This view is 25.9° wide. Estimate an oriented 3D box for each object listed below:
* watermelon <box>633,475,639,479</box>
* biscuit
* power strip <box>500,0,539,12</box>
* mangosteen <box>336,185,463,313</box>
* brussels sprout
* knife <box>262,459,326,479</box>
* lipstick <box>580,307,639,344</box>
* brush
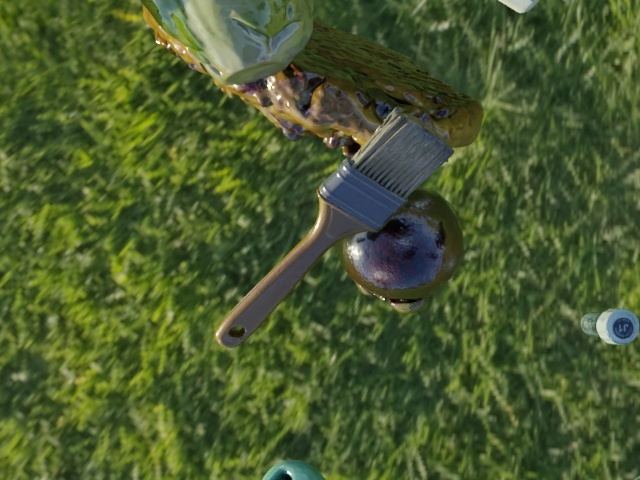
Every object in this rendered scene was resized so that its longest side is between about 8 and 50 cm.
[{"bbox_3d":[0.201,0.252,0.788,0.180,0.305,0.224,20,132,49],"label":"watermelon"},{"bbox_3d":[-0.011,-0.151,1.296,0.334,0.289,0.081,29,107,24],"label":"biscuit"},{"bbox_3d":[0.165,-0.319,1.512,0.192,0.081,0.035,27,141,-18],"label":"power strip"},{"bbox_3d":[0.092,0.011,1.589,0.152,0.152,0.153,5,113,11],"label":"mangosteen"},{"bbox_3d":[-0.083,-0.222,1.121,0.131,0.183,0.145,-22,150,9],"label":"brussels sprout"},{"bbox_3d":[0.058,0.240,1.049,0.260,0.063,0.035,28,162,33],"label":"knife"},{"bbox_3d":[0.285,0.085,1.405,0.037,0.116,0.037,0,88,-9],"label":"lipstick"},{"bbox_3d":[0.000,0.000,0.722,0.043,0.014,0.170,31,115,-28],"label":"brush"}]
